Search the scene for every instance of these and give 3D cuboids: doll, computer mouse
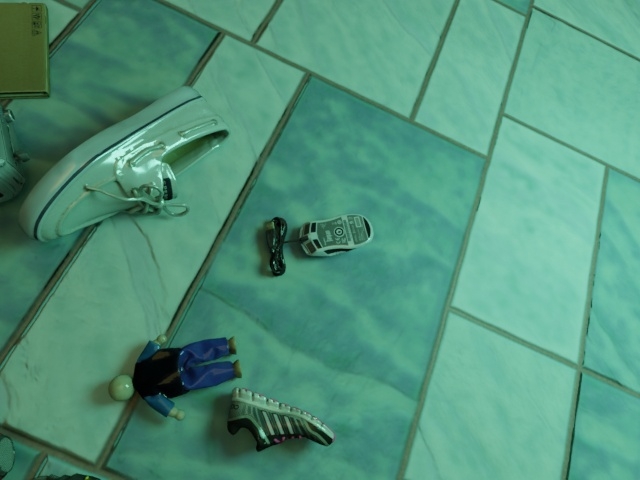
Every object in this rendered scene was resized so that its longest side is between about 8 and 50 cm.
[{"bbox_3d":[-0.216,0.202,0.672,0.189,0.046,0.129,-10,72,-17],"label":"doll"},{"bbox_3d":[0.000,0.000,0.802,0.193,0.042,0.106,-8,67,-10],"label":"computer mouse"}]

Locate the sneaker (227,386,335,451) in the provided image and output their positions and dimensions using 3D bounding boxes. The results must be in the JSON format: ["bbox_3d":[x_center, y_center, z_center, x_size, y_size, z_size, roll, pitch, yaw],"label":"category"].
[{"bbox_3d":[-0.064,0.282,0.670,0.170,0.063,0.075,21,66,0],"label":"sneaker"}]

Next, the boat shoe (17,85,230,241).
[{"bbox_3d":[-0.282,-0.099,0.733,0.156,0.136,0.367,41,57,1],"label":"boat shoe"}]

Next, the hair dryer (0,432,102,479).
[{"bbox_3d":[-0.450,0.351,0.545,0.293,0.080,0.224,27,67,-2],"label":"hair dryer"}]

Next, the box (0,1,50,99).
[{"bbox_3d":[-0.579,-0.342,0.803,0.164,0.021,0.201,-7,73,-15],"label":"box"}]

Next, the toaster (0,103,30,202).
[{"bbox_3d":[-0.567,-0.121,0.667,0.227,0.129,0.146,-23,79,-18],"label":"toaster"}]
